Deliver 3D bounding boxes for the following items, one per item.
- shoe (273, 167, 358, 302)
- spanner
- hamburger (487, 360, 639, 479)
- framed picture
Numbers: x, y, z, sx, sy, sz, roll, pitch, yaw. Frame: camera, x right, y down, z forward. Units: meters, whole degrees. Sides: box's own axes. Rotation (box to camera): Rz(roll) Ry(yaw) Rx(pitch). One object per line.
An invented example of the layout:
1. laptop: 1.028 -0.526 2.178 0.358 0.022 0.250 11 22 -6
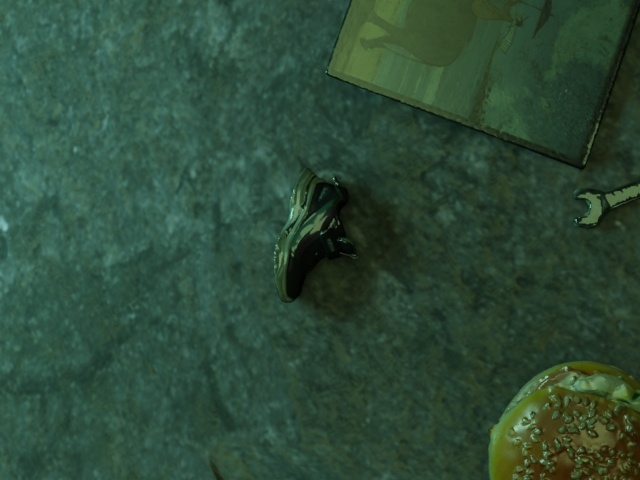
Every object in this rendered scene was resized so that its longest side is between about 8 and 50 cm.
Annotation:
1. shoe: 0.000 0.000 1.804 0.099 0.071 0.169 13 83 3
2. spanner: 0.426 -0.076 1.797 0.254 0.015 0.054 -21 84 3
3. hamburger: 0.305 0.256 1.715 0.236 0.147 0.237 0 87 8
4. framed picture: 0.208 -0.266 1.802 0.347 0.016 0.265 21 86 -5
